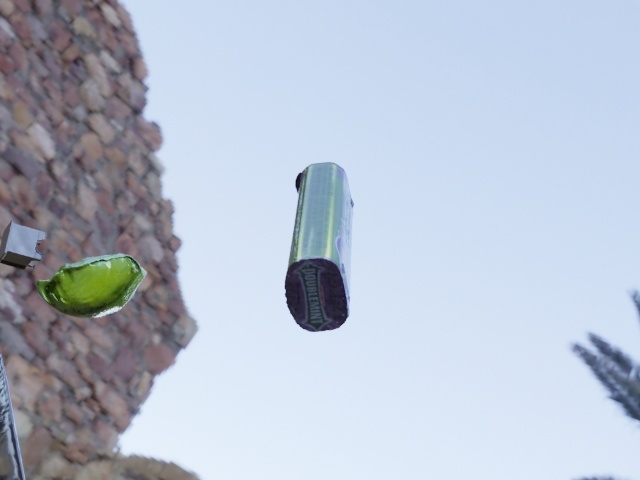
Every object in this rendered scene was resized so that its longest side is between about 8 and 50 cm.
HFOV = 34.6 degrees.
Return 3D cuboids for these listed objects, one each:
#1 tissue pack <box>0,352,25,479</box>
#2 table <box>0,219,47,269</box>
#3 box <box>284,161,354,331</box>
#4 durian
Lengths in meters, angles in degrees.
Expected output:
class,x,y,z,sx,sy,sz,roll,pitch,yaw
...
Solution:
class,x,y,z,sx,sy,sz,roll,pitch,yaw
tissue pack,-0.649,0.348,1.759,0.210,0.198,0.370,14,-63,34
table,-0.666,0.014,2.292,0.082,0.083,0.070,18,-31,-25
box,0.000,0.000,1.671,0.097,0.345,0.134,-8,-61,7
durian,-0.519,0.108,2.348,0.250,0.139,0.101,-21,-18,7
